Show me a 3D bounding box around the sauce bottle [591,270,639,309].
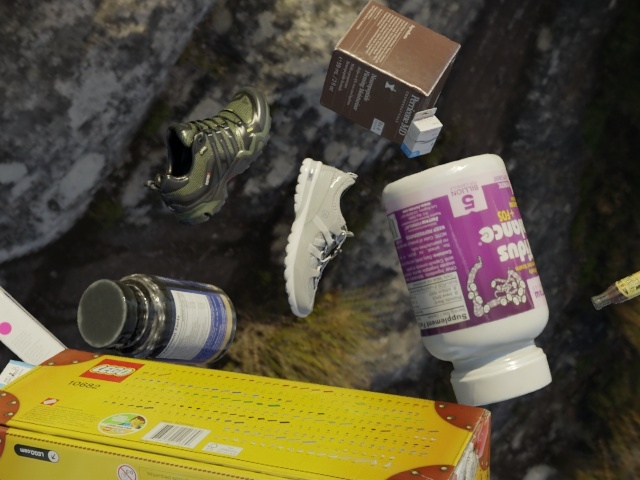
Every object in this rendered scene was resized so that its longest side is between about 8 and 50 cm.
[{"bbox_3d":[0.577,0.094,1.865,0.128,0.042,0.042,-27,140,1],"label":"sauce bottle"}]

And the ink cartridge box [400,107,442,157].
[{"bbox_3d":[0.173,-0.181,1.662,0.048,0.028,0.083,-18,149,-29],"label":"ink cartridge box"}]

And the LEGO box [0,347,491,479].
[{"bbox_3d":[-0.092,0.342,1.011,0.193,0.500,0.372,-37,129,-63],"label":"LEGO box"}]

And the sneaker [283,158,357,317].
[{"bbox_3d":[0.000,0.000,1.742,0.105,0.115,0.281,-72,171,-87],"label":"sneaker"}]

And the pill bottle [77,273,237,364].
[{"bbox_3d":[-0.230,0.111,1.393,0.219,0.123,0.123,14,110,-54],"label":"pill bottle"}]

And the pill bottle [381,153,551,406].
[{"bbox_3d":[0.197,0.053,1.275,0.169,0.169,0.301,-14,86,-38],"label":"pill bottle"}]

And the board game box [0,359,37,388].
[{"bbox_3d":[-0.405,0.369,1.265,0.308,0.086,0.302,-66,163,-44],"label":"board game box"}]

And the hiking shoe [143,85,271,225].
[{"bbox_3d":[-0.149,-0.135,1.346,0.114,0.086,0.227,49,59,-43],"label":"hiking shoe"}]

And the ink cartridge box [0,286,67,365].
[{"bbox_3d":[-0.433,0.186,1.579,0.069,0.371,0.176,-45,-177,-13],"label":"ink cartridge box"}]

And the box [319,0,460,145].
[{"bbox_3d":[0.133,-0.326,1.931,0.167,0.203,0.168,-57,171,-34],"label":"box"}]
